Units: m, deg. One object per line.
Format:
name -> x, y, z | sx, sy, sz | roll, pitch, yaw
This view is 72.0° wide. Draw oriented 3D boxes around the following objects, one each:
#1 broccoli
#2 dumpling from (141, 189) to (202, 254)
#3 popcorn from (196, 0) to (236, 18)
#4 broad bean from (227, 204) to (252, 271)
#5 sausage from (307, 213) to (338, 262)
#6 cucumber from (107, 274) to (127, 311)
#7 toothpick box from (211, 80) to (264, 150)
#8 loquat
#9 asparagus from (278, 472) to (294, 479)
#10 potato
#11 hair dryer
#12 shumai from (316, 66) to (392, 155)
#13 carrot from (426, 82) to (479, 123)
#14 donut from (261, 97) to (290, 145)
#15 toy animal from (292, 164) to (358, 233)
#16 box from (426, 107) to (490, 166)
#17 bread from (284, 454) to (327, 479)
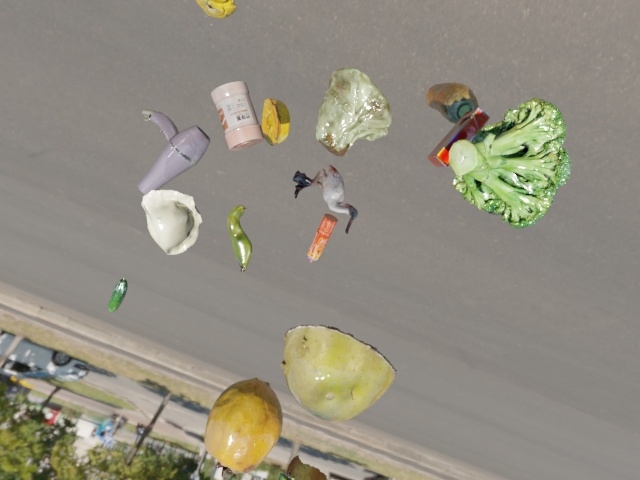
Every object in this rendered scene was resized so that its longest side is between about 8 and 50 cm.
broccoli -> 0.390, -0.171, 0.937 | 0.269, 0.269, 0.254 | 45, 173, -39
dumpling -> -0.354, -0.050, 1.067 | 0.108, 0.127, 0.188 | 39, 144, 47
popcorn -> -0.367, -0.852, 1.533 | 0.148, 0.152, 0.167 | 0, 153, 40
broad bean -> -0.256, -0.005, 1.404 | 0.070, 0.214, 0.048 | -5, -172, -4
sausage -> 0.000, 0.000, 1.025 | 0.034, 0.034, 0.130 | 22, 116, -6
cucumber -> -0.611, 0.169, 1.329 | 0.039, 0.039, 0.168 | 27, 122, -15
toothpick box -> -0.213, -0.320, 1.142 | 0.098, 0.098, 0.149 | -14, 96, 45
loquat -> -0.183, 0.453, 1.071 | 0.175, 0.234, 0.187 | -3, 137, 35
asparagus -> 0.033, 0.556, 0.883 | 0.286, 0.080, 0.080 | 18, 152, 8
potato -> 0.018, 0.238, 0.738 | 0.202, 0.117, 0.182 | 41, 138, -23
hair dryer -> -0.580, -0.360, 1.606 | 0.361, 0.301, 0.121 | 53, -172, 30
shumai -> 0.100, -0.475, 1.731 | 0.309, 0.264, 0.304 | 32, 165, 23
carrot -> 0.487, -0.526, 1.652 | 0.138, 0.302, 0.139 | -5, 117, -9
donut -> -0.170, -0.453, 1.684 | 0.065, 0.162, 0.179 | -14, 146, -26
toy animal -> 0.045, -0.170, 1.633 | 0.324, 0.195, 0.090 | 38, 162, 24
box -> 0.388, -0.287, 1.249 | 0.048, 0.175, 0.112 | 40, -173, -5
bread -> -0.042, 0.591, 0.995 | 0.103, 0.188, 0.065 | 12, -172, 14
